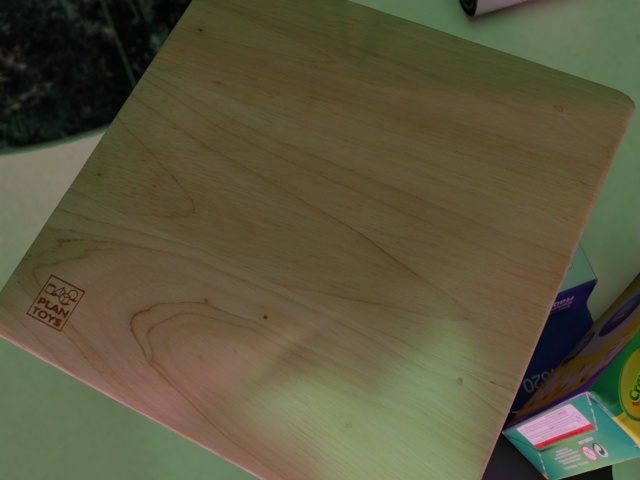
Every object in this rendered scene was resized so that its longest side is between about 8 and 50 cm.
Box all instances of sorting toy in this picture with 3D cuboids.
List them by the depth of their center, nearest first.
[{"bbox_3d":[0.000,0.000,0.414,0.257,0.089,0.255,24,74,16],"label":"sorting toy"}]

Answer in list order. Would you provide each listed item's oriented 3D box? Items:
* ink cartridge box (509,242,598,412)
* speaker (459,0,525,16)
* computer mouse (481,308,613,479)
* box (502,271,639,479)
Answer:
[{"bbox_3d":[0.061,0.024,0.490,0.223,0.045,0.224,-22,80,-2],"label":"ink cartridge box"},{"bbox_3d":[0.168,-0.207,0.523,0.136,0.055,0.055,-16,79,0],"label":"speaker"},{"bbox_3d":[0.140,0.121,0.441,0.262,0.060,0.184,23,83,-3],"label":"computer mouse"},{"bbox_3d":[0.186,0.049,0.399,0.179,0.105,0.043,-38,76,-24],"label":"box"}]
